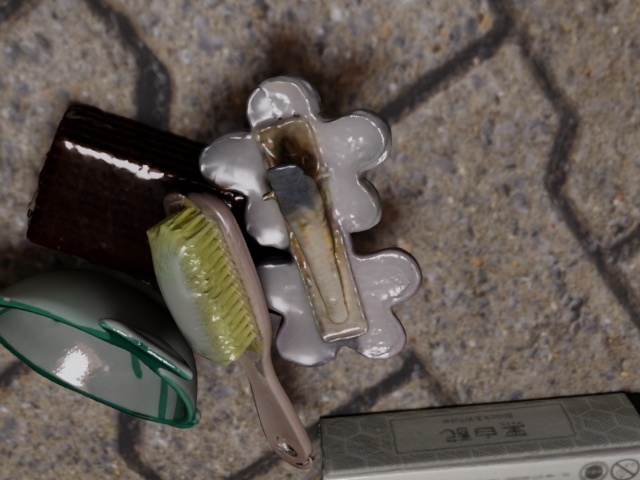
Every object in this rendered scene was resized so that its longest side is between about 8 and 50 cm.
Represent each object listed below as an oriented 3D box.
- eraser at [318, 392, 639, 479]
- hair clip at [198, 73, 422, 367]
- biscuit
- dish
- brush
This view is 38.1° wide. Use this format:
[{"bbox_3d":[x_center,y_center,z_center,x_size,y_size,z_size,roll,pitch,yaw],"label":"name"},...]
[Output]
[{"bbox_3d":[0.199,0.223,0.929,0.403,0.096,0.098,-4,119,-4],"label":"eraser"},{"bbox_3d":[0.000,-0.004,0.716,0.146,0.075,0.257,-15,127,5],"label":"hair clip"},{"bbox_3d":[-0.109,-0.021,0.770,0.252,0.070,0.106,17,118,-15],"label":"biscuit"},{"bbox_3d":[-0.173,0.075,0.779,0.224,0.078,0.246,38,151,-21],"label":"dish"},{"bbox_3d":[-0.071,0.095,0.755,0.067,0.072,0.313,-44,134,-31],"label":"brush"}]
